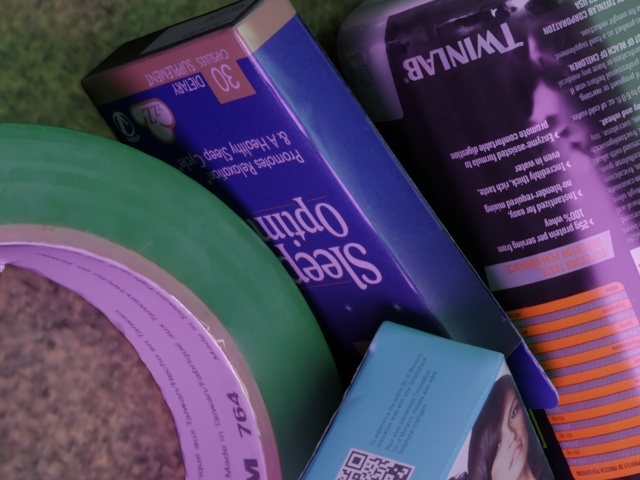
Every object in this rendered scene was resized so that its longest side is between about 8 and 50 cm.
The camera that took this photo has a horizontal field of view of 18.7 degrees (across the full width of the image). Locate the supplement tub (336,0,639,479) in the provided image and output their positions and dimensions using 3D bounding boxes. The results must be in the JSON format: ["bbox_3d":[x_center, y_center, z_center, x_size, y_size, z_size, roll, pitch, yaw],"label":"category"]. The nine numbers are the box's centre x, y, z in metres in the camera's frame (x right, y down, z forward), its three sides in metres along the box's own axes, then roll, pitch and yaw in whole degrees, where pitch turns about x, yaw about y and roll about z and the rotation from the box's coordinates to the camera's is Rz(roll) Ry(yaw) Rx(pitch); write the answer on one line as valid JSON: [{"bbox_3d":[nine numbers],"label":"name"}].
[{"bbox_3d":[0.150,0.003,0.925,0.193,0.193,0.316,-29,102,-32],"label":"supplement tub"}]

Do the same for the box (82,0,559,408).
[{"bbox_3d":[0.000,0.000,0.860,0.036,0.136,0.225,-46,109,-28],"label":"box"}]

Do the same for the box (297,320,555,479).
[{"bbox_3d":[0.064,0.148,0.862,0.100,0.060,0.244,-60,147,-26],"label":"box"}]

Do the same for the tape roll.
[{"bbox_3d":[-0.135,0.115,0.798,0.321,0.077,0.321,3,84,-32],"label":"tape roll"}]
